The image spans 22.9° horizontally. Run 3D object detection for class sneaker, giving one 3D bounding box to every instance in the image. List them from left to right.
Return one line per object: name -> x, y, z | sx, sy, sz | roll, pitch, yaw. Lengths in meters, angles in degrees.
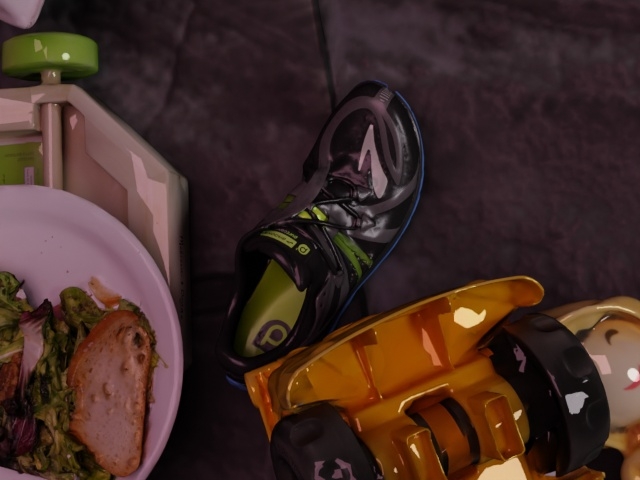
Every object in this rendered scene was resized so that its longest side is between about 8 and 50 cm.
sneaker -> 0.000, 0.000, 0.873 | 0.067, 0.078, 0.188 | 29, 90, 15

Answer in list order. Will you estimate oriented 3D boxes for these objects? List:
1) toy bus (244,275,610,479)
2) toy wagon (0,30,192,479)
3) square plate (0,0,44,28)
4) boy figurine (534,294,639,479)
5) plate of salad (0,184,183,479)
toy bus -> 0.049, 0.138, 0.800 | 0.149, 0.211, 0.220 | -22, 94, -19
toy wagon -> -0.247, 0.022, 0.936 | 0.344, 0.068, 0.267 | -4, 83, 14
square plate -> -0.238, -0.338, 0.899 | 0.347, 0.049, 0.344 | 28, 105, 32
boy figurine -> 0.229, 0.110, 0.801 | 0.285, 0.092, 0.177 | 36, 96, 12
plate of salad -> -0.171, 0.067, 0.852 | 0.200, 0.048, 0.200 | -1, 84, 14
